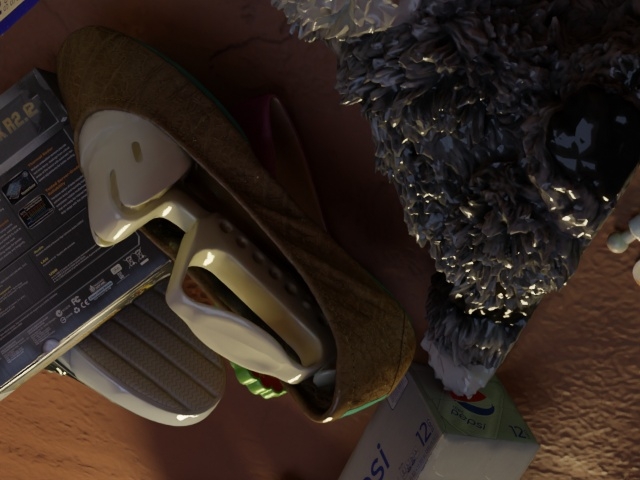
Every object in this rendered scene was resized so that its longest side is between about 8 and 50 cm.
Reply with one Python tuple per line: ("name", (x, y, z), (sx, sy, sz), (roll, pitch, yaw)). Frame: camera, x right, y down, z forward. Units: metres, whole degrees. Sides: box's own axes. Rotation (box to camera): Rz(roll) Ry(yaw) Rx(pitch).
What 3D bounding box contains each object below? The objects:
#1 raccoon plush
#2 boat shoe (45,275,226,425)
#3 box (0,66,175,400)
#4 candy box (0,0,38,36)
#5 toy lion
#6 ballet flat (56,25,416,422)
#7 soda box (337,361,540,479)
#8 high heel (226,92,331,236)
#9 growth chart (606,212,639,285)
("raccoon plush", (0.040, -0.077, 0.769), (0.299, 0.216, 0.446), (29, 130, 8))
("boat shoe", (-0.229, 0.054, 1.023), (0.335, 0.121, 0.119), (37, 137, 6))
("box", (-0.247, 0.009, 0.917), (0.231, 0.056, 0.183), (-37, 84, 6))
("candy box", (-0.234, -0.239, 0.662), (0.268, 0.317, 0.122), (11, 128, 13))
("toy lion", (-0.052, 0.075, 0.971), (0.034, 0.096, 0.100), (-27, 112, 33))
("ballet flat", (-0.080, -0.005, 0.819), (0.342, 0.124, 0.116), (47, 132, -2))
("soda box", (0.064, 0.239, 0.995), (0.098, 0.091, 0.286), (10, 120, -27))
("high heel", (0.000, 0.000, 0.912), (0.117, 0.082, 0.244), (-34, 98, 39))
("growth chart", (0.338, 0.032, 0.846), (0.237, 0.021, 0.172), (37, 130, -8))
